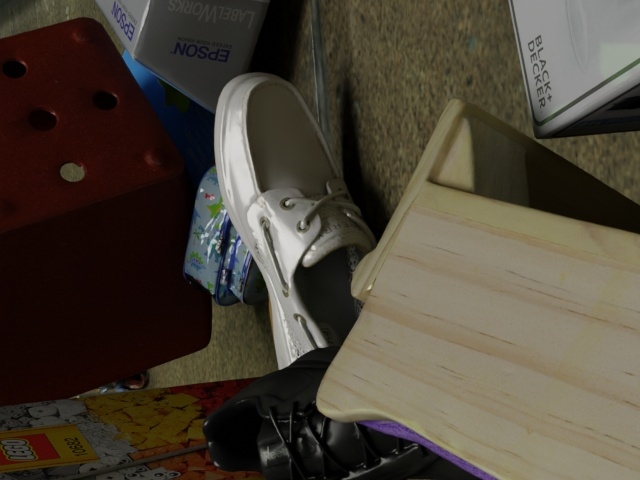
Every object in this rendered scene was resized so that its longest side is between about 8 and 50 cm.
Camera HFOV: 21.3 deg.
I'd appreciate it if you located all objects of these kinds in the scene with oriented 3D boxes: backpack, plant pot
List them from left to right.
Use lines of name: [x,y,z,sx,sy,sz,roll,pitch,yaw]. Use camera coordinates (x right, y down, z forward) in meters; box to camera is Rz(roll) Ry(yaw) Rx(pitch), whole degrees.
plant pot: [-0.245,-0.033,1.451,0.267,0.267,0.236,58,151,24]
backpack: [-0.051,-0.009,1.397,0.084,0.105,0.114,30,125,37]

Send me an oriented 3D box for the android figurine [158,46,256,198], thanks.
android figurine: [-0.112,-0.085,1.587,0.248,0.056,0.273,-128,41,-52]

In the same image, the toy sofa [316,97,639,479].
toy sofa: [0.155,0.057,0.742,0.177,0.150,0.362,-65,25,-4]

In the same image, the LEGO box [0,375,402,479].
LEGO box: [-0.145,0.386,1.350,0.193,0.372,0.500,-147,56,-63]

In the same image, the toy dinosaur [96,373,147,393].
toy dinosaur: [-0.222,0.169,1.967,0.090,0.047,0.082,-46,33,19]

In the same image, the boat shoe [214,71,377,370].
boat shoe: [0.000,0.000,1.282,0.096,0.098,0.277,-15,93,62]

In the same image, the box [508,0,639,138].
box: [0.187,-0.167,0.785,0.290,0.087,0.169,143,120,-65]

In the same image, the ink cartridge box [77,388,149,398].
ink cartridge box: [-0.227,0.294,1.906,0.154,0.093,0.212,-114,30,-41]

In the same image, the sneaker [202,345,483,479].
sneaker: [0.031,0.126,1.129,0.286,0.130,0.109,-16,91,51]

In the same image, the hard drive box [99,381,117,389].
hard drive box: [-0.300,0.082,2.001,0.232,0.089,0.181,166,112,-68]

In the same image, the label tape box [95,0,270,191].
label tape box: [-0.133,-0.253,1.448,0.249,0.115,0.348,55,130,51]
